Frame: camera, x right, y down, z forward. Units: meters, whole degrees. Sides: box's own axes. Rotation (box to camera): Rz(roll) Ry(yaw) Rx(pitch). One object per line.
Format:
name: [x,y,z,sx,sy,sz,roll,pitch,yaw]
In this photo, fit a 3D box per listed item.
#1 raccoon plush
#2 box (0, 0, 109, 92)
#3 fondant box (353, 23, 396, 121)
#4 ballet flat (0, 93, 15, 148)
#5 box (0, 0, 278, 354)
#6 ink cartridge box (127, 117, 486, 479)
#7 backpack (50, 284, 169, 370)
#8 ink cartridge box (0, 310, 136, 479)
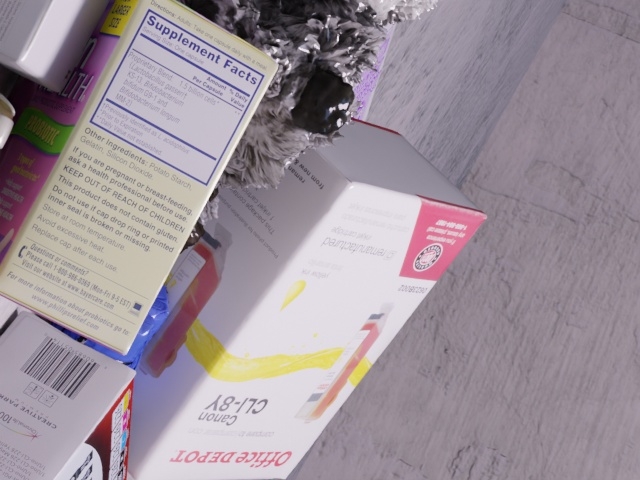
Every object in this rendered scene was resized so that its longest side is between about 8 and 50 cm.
raccoon plush: [-0.055,-0.186,1.775,0.299,0.216,0.446,-45,-172,-37]
box: [-0.209,-0.173,1.369,0.102,0.087,0.101,-62,168,-3]
fondant box: [0.007,-0.231,2.154,0.238,0.096,0.330,-49,163,-50]
ballet flat: [-0.258,-0.093,1.335,0.083,0.087,0.247,-62,168,-9]
box: [-0.169,-0.063,1.471,0.243,0.117,0.213,-62,-156,-2]
ink cartridge box: [-0.050,0.061,2.012,0.384,0.160,0.279,-53,151,16]
backpack: [-0.214,0.092,1.873,0.120,0.098,0.101,-57,-164,23]
ink cartridge box: [-0.302,0.269,1.825,0.272,0.130,0.309,-54,165,-34]
